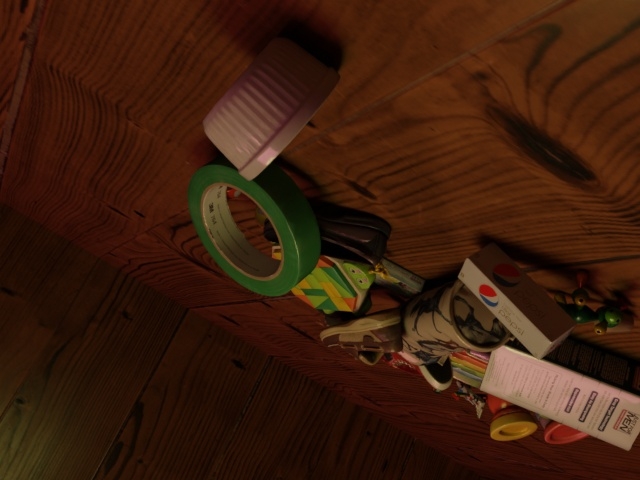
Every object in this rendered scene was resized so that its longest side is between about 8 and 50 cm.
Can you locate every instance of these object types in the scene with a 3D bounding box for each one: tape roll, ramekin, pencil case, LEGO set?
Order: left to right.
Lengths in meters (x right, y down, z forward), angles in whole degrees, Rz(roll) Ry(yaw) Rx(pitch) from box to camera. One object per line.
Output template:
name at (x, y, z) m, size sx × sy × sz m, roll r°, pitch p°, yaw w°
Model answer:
tape roll at (-0.146, -0.034, 1.512) m, size 0.321 × 0.077 × 0.321 m, roll 27°, pitch 137°, yaw 28°
ramekin at (-0.079, -0.198, 1.030) m, size 0.109 × 0.207 × 0.207 m, roll 40°, pitch 158°, yaw -13°
pencil case at (0.295, 0.190, 1.610) m, size 0.184 × 0.159 × 0.410 m, roll 28°, pitch 161°, yaw -6°
LEGO set at (0.402, 0.424, 2.055) m, size 0.183 × 0.060 × 0.244 m, roll 22°, pitch -166°, yaw 20°

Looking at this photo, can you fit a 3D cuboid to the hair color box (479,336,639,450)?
hair color box at (0.554, 0.316, 1.595) m, size 0.347 × 0.105 × 0.173 m, roll 21°, pitch 132°, yaw 18°

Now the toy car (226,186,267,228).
toy car at (-0.139, -0.093, 1.596) m, size 0.239 × 0.053 × 0.225 m, roll 35°, pitch 159°, yaw -24°

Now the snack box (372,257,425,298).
snack box at (0.168, 0.087, 1.693) m, size 0.141 × 0.037 × 0.100 m, roll 28°, pitch 162°, yaw -5°

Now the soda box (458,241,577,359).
soda box at (0.355, 0.107, 1.292) m, size 0.216 × 0.074 × 0.069 m, roll 49°, pitch 151°, yaw 26°

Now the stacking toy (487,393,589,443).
stacking toy at (0.608, 0.413, 1.836) m, size 0.309 × 0.130 × 0.279 m, roll 13°, pitch 138°, yaw -26°

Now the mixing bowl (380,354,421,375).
mixing bowl at (0.247, 0.314, 2.089) m, size 0.181 × 0.098 × 0.181 m, roll 23°, pitch 161°, yaw 8°

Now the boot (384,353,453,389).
boot at (0.252, 0.324, 1.894) m, size 0.244 × 0.088 × 0.176 m, roll 59°, pitch 145°, yaw 34°

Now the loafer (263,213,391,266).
loafer at (0.000, 0.000, 1.523) m, size 0.303 × 0.095 × 0.109 m, roll 2°, pitch 156°, yaw 28°

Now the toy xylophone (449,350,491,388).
toy xylophone at (0.454, 0.329, 1.887) m, size 0.236 × 0.081 × 0.322 m, roll 20°, pitch 160°, yaw 17°

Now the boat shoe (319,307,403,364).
boat shoe at (0.104, 0.252, 1.758) m, size 0.123 × 0.123 × 0.342 m, roll -14°, pitch 173°, yaw -30°

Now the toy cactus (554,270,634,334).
toy cactus at (0.502, 0.131, 1.323) m, size 0.181 × 0.112 × 0.219 m, roll 13°, pitch 164°, yaw -20°

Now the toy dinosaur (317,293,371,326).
toy dinosaur at (0.034, 0.161, 1.921) m, size 0.160 × 0.121 × 0.313 m, roll -13°, pitch 143°, yaw 30°

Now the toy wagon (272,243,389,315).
toy wagon at (0.019, 0.075, 1.703) m, size 0.344 × 0.068 × 0.267 m, roll -2°, pitch 130°, yaw 53°
